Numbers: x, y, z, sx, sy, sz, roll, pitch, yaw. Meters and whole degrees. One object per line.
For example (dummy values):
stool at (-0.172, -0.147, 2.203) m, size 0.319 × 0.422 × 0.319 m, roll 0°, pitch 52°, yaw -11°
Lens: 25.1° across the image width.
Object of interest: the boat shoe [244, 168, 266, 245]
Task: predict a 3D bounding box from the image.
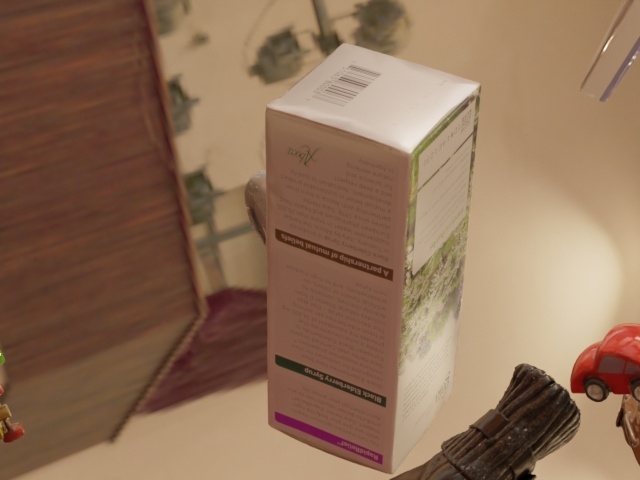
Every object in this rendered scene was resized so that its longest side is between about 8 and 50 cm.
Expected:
boat shoe at (-0.001, 0.001, 1.244) m, size 0.081 × 0.079 × 0.227 m, roll 39°, pitch -6°, yaw 30°

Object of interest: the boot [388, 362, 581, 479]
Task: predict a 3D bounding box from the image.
boot at (0.207, 0.305, 1.946) m, size 0.131 × 0.260 × 0.348 m, roll 43°, pitch -17°, yaw -2°

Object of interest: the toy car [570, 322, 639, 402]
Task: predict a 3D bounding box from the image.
toy car at (0.337, 0.082, 1.143) m, size 0.239 × 0.225 × 0.053 m, roll 29°, pitch -37°, yaw 65°

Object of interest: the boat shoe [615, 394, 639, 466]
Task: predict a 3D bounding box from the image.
boat shoe at (0.414, 0.205, 1.774) m, size 0.123 × 0.116 × 0.324 m, roll 44°, pitch 13°, yaw 1°

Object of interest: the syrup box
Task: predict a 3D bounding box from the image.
syrup box at (0.028, 0.015, 0.859) m, size 0.096 × 0.093 × 0.237 m, roll 20°, pitch -51°, yaw 23°

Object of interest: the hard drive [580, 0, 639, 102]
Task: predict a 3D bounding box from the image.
hard drive at (0.337, -0.271, 1.397) m, size 0.040 × 0.210 × 0.318 m, roll 28°, pitch -8°, yaw 6°

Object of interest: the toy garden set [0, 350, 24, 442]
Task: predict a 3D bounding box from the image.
toy garden set at (-0.462, 0.149, 1.681) m, size 0.244 × 0.049 × 0.203 m, roll -5°, pitch -64°, yaw 41°
